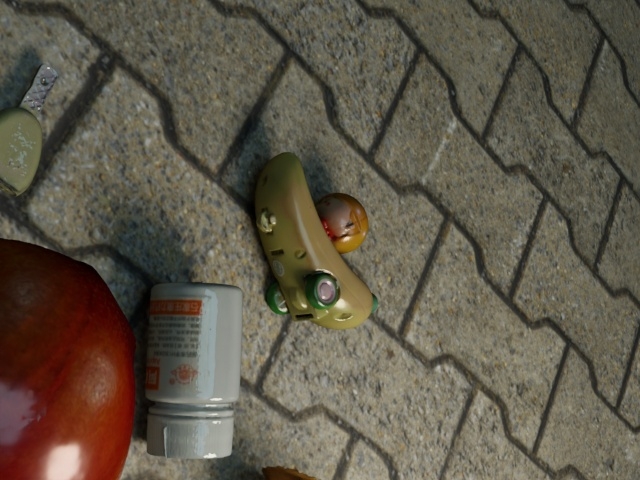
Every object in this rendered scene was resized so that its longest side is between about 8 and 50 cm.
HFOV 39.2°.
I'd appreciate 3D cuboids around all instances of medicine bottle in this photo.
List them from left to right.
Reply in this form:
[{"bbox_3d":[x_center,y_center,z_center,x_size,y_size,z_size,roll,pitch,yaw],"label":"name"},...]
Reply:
[{"bbox_3d":[-0.187,0.190,1.327,0.145,0.144,0.252,5,80,-41],"label":"medicine bottle"}]

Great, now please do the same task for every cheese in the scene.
[{"bbox_3d":[-0.410,-0.159,1.232,0.097,0.037,0.192,36,64,-35],"label":"cheese"}]

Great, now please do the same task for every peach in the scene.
[{"bbox_3d":[-0.379,0.176,1.021,0.388,0.388,0.388,5,83,-41],"label":"peach"}]

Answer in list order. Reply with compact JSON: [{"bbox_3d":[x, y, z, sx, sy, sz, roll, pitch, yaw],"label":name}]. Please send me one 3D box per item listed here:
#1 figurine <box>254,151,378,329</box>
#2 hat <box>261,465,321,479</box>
[{"bbox_3d":[0.000,0.000,1.527,0.222,0.124,0.324,-28,100,-40],"label":"figurine"},{"bbox_3d":[-0.046,0.506,1.377,0.233,0.244,0.233,32,64,1],"label":"hat"}]
